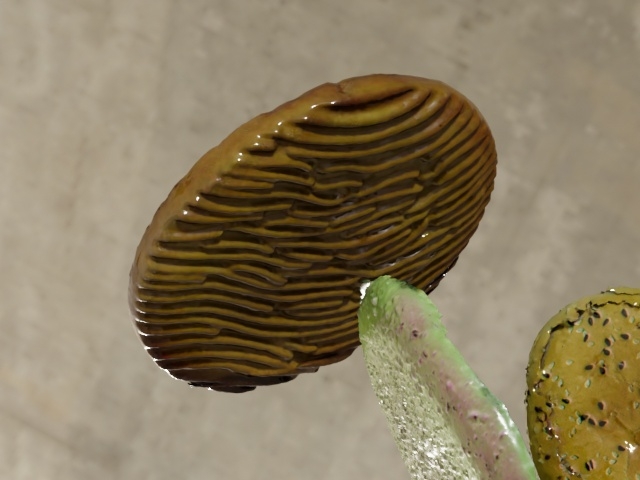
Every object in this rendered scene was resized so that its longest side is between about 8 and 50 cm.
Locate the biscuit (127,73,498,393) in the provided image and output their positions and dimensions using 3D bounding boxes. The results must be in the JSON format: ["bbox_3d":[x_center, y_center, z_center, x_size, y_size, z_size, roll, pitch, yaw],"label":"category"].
[{"bbox_3d":[0.000,0.000,1.486,0.317,0.040,0.318,-24,-35,-18],"label":"biscuit"}]

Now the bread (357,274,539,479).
[{"bbox_3d":[0.095,0.154,1.311,0.045,0.301,0.301,-26,-15,-11],"label":"bread"}]

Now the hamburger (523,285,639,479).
[{"bbox_3d":[0.221,0.109,1.338,0.186,0.177,0.113,-66,-21,3],"label":"hamburger"}]
